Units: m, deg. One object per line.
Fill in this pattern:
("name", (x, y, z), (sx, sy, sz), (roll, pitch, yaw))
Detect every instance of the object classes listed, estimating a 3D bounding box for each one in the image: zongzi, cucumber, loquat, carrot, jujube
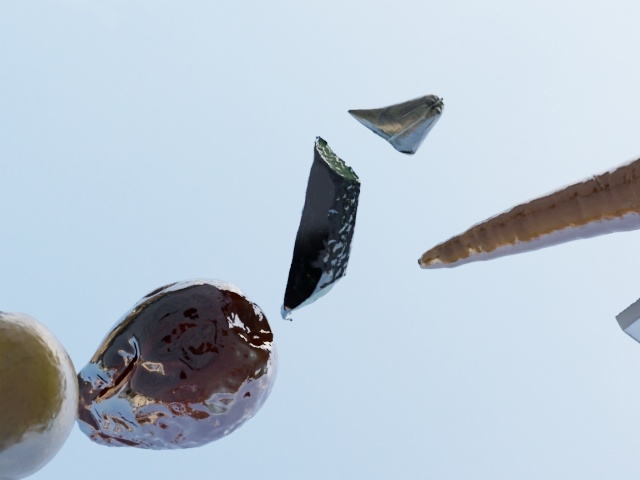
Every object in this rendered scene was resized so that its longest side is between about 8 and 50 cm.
("zongzi", (0.077, -0.133, 1.215), (0.083, 0.076, 0.040), (35, -135, 1))
("cucumber", (0.000, 0.000, 1.331), (0.070, 0.220, 0.046), (19, -160, 25))
("loquat", (-0.250, 0.115, 0.875), (0.141, 0.141, 0.141), (-2, -123, 3))
("carrot", (0.230, -0.028, 0.958), (0.336, 0.069, 0.069), (-20, -128, 27))
("jujube", (-0.157, 0.136, 1.233), (0.236, 0.168, 0.168), (-26, -126, 21))

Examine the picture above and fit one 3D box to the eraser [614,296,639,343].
("eraser", (0.364, 0.054, 1.120), (0.150, 0.104, 0.023), (-42, -144, 22))
